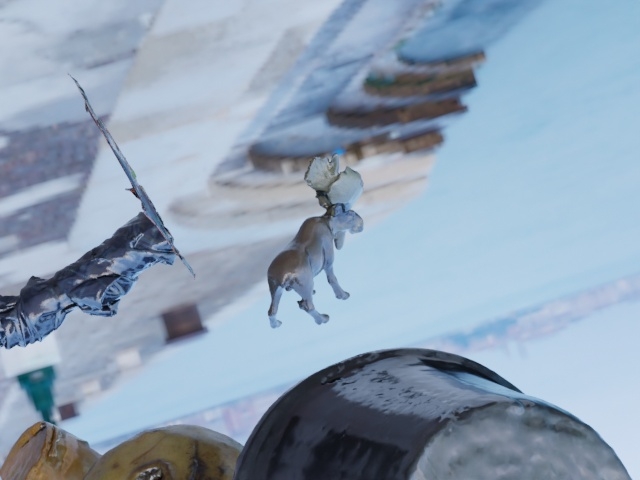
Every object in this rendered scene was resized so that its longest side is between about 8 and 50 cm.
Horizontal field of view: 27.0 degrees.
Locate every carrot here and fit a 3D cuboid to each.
[{"bbox_3d":[-0.277,0.399,1.724,0.224,0.341,0.224,-44,-157,24],"label":"carrot"}]

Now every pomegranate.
[{"bbox_3d":[-0.159,0.335,1.480,0.260,0.260,0.260,-17,174,-2],"label":"pomegranate"}]

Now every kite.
[{"bbox_3d":[-0.140,-0.042,0.998,0.010,0.190,0.159,-29,-163,-2],"label":"kite"}]

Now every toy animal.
[{"bbox_3d":[0.000,0.000,1.711,0.094,0.186,0.214,6,-150,25],"label":"toy animal"}]

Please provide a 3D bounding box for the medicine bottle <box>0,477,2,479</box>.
[{"bbox_3d":[-0.193,0.121,0.648,0.069,0.183,0.119,-17,157,-27],"label":"medicine bottle"}]

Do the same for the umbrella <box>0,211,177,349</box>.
[{"bbox_3d":[-0.247,0.055,1.320,0.224,0.071,0.080,-30,-161,-9],"label":"umbrella"}]

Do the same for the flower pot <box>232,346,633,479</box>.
[{"bbox_3d":[0.132,0.253,1.165,0.379,0.379,0.251,-15,170,-22],"label":"flower pot"}]
